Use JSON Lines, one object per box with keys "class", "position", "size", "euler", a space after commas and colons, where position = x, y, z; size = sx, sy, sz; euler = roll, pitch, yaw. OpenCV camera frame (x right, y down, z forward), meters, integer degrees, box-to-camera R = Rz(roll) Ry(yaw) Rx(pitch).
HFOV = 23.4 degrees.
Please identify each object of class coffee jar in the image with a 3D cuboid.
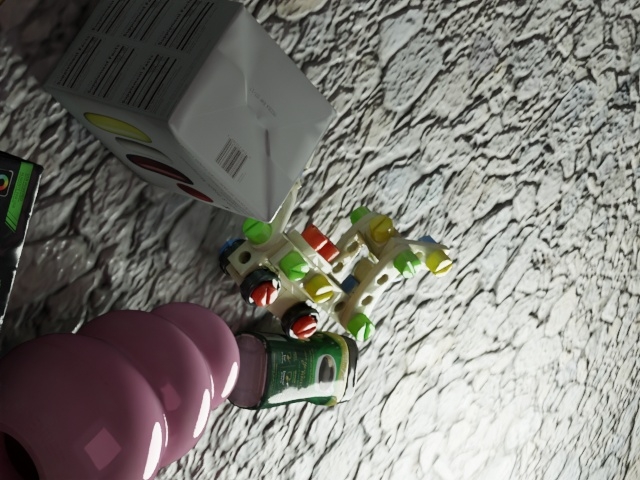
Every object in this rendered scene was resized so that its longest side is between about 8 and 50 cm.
{"class": "coffee jar", "position": [-0.032, 0.160, 1.917], "size": [0.184, 0.079, 0.096], "euler": [5, 93, -48]}

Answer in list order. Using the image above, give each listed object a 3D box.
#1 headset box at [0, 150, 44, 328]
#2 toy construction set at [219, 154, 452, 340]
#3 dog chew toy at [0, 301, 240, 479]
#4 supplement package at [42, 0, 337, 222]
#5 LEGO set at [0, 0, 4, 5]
{"class": "headset box", "position": [-0.412, 0.015, 1.408], "size": [0.283, 0.131, 0.246], "euler": [12, 95, -50]}
{"class": "toy construction set", "position": [0.000, 0.000, 1.841], "size": [0.215, 0.151, 0.327], "euler": [-42, 128, 3]}
{"class": "dog chew toy", "position": [-0.212, 0.169, 1.644], "size": [0.332, 0.207, 0.206], "euler": [-30, 125, -47]}
{"class": "supplement package", "position": [-0.134, -0.146, 1.600], "size": [0.149, 0.203, 0.194], "euler": [-59, 137, -14]}
{"class": "LEGO set", "position": [-0.391, -0.206, 1.411], "size": [0.244, 0.060, 0.182], "euler": [6, 103, -49]}
